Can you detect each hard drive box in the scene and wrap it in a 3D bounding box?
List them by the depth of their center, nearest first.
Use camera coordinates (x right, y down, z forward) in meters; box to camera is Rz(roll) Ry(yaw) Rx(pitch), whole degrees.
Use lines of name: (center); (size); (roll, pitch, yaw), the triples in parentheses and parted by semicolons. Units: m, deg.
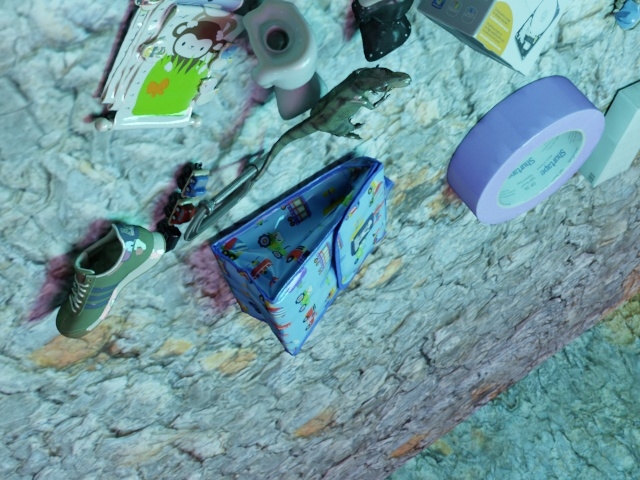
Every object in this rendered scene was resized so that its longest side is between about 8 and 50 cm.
hard drive box: (0.240, -0.337, 1.193); (0.181, 0.089, 0.232); (11, 110, -58)

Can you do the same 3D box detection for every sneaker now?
sneaker: (-0.293, 0.046, 1.282); (0.192, 0.064, 0.086); (-43, 147, 13)

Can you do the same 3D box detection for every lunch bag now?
lunch bag: (0.000, 0.000, 1.531); (0.293, 0.138, 0.221); (-44, 156, -14)

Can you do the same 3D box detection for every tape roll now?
tape roll: (0.356, -0.153, 1.731); (0.275, 0.090, 0.274); (-30, 155, -16)

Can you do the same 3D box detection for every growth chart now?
growth chart: (-0.153, -0.202, 1.075); (0.172, 0.021, 0.237); (-16, 149, -39)

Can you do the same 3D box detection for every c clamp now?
c clamp: (-0.120, -0.065, 1.312); (0.161, 0.022, 0.137); (-44, 176, -28)

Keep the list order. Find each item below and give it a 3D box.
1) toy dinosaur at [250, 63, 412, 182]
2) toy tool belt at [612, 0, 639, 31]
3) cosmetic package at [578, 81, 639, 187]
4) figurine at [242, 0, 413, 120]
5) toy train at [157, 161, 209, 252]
toy dinosaur: (0.024, -0.154, 1.207); (0.118, 0.064, 0.268); (-25, 173, -46)
toy tool belt: (0.491, -0.368, 1.576); (0.051, 0.052, 0.083); (-31, 155, -31)
cosmetic package: (0.594, -0.212, 1.964); (0.099, 0.060, 0.239); (-23, 152, -23)
figurine: (0.017, -0.230, 1.160); (0.215, 0.092, 0.209); (-35, 166, 0)
toy train: (-0.181, -0.040, 1.298); (0.027, 0.036, 0.158); (-12, 146, -42)
